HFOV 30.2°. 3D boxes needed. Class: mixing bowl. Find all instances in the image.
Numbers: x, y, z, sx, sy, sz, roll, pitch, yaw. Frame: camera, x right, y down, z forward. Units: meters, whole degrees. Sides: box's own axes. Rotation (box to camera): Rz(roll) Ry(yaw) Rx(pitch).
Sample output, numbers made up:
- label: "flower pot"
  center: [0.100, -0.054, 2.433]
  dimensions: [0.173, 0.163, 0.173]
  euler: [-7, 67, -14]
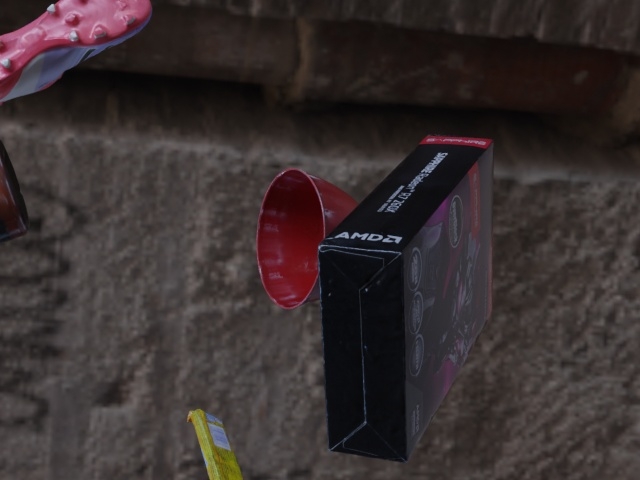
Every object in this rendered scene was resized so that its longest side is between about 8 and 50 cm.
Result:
- label: "mixing bowl"
  center: [0.000, 0.000, 1.530]
  dimensions: [0.181, 0.098, 0.181]
  euler: [-10, 78, 59]

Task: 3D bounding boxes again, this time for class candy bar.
- label: "candy bar"
  center: [-0.089, 0.203, 1.062]
  dimensions: [0.018, 0.040, 0.161]
  euler: [-54, 30, 14]

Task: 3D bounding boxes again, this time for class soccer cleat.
- label: "soccer cleat"
  center: [-0.324, -0.243, 1.480]
  dimensions: [0.083, 0.248, 0.095]
  euler: [63, 177, 15]

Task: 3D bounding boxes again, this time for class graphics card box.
- label: "graphics card box"
  center: [0.105, 0.046, 1.285]
  dimensions: [0.371, 0.094, 0.232]
  euler: [-42, -45, -59]

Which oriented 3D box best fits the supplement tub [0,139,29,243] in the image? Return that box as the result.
- label: "supplement tub"
  center: [-0.387, -0.026, 1.131]
  dimensions: [0.106, 0.198, 0.106]
  euler: [162, 90, -81]
